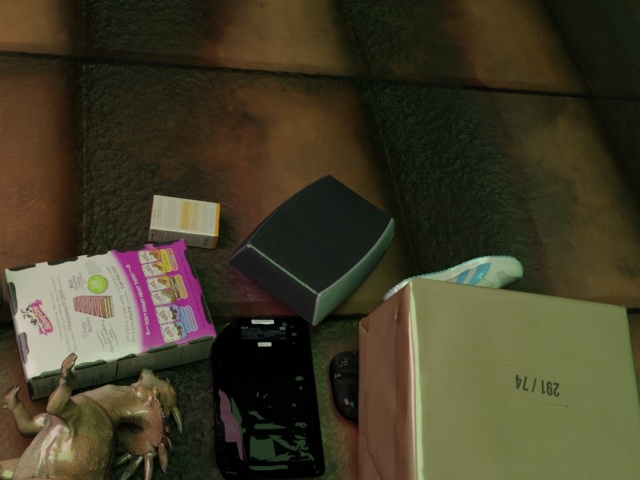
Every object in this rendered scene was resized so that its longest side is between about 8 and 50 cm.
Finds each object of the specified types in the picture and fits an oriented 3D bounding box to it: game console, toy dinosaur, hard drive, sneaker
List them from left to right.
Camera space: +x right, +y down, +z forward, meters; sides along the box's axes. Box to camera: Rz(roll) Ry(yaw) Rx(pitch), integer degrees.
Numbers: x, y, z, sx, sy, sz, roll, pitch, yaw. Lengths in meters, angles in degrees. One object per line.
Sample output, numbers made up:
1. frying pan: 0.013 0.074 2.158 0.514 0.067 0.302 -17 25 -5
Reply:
1. toy dinosaur: -0.274 0.254 0.869 0.200 0.127 0.295 45 65 -26
2. hard drive: 0.000 0.000 1.146 0.172 0.054 0.255 36 43 10
3. game console: 0.036 0.209 1.040 0.362 0.044 0.213 3 56 -15
4. sneaker: 0.209 0.088 1.160 0.229 0.087 0.092 -17 69 -19

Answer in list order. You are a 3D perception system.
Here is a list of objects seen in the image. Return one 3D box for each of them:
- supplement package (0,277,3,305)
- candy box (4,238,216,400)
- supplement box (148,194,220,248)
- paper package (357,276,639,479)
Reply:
1. supplement package: -0.483 0.112 0.886 0.139 0.133 0.244 17 52 -5
2. candy box: -0.271 0.097 1.003 0.234 0.071 0.159 -10 59 -24
3. supplement box: -0.199 -0.027 1.135 0.099 0.036 0.062 8 54 -12
4. paper package: 0.224 0.224 0.967 0.325 0.168 0.309 9 64 -17
